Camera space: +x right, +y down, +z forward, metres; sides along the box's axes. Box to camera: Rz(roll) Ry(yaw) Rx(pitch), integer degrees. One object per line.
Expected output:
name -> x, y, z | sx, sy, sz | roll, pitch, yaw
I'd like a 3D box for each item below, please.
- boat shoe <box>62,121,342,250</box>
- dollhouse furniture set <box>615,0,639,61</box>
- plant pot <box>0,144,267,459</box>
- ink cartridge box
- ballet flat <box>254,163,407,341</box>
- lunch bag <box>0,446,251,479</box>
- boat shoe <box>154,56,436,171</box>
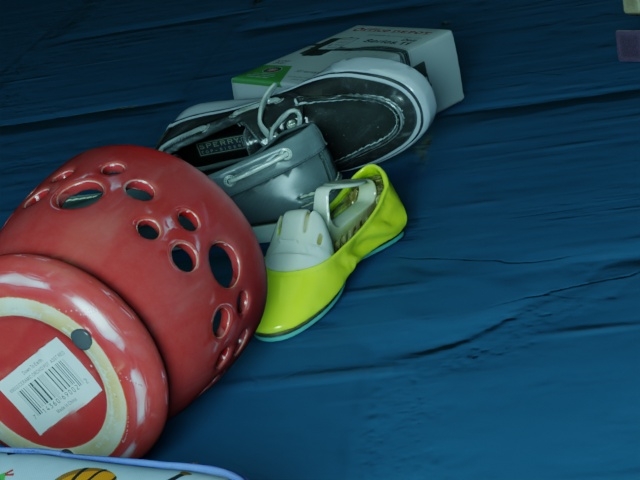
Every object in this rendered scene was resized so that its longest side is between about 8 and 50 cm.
boat shoe -> -0.136, -0.048, 1.406 | 0.319, 0.099, 0.116 | -6, 22, 14
dollhouse furniture set -> 0.386, -0.263, 1.671 | 0.091, 0.114, 0.081 | 7, 23, 45
plant pot -> -0.155, 0.050, 1.043 | 0.191, 0.191, 0.174 | -1, 26, 26
ink cartridge box -> 0.032, -0.164, 1.633 | 0.153, 0.087, 0.208 | 10, 29, 43
ballet flat -> 0.000, 0.000, 1.244 | 0.077, 0.077, 0.231 | 3, 25, 31
lunch bag -> -0.170, 0.209, 0.757 | 0.303, 0.115, 0.243 | -2, 25, 26
boat shoe -> -0.037, -0.101, 1.477 | 0.306, 0.113, 0.105 | -4, 29, 26
